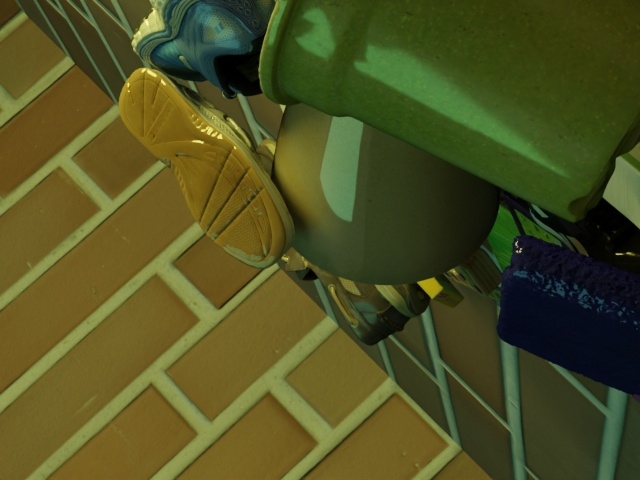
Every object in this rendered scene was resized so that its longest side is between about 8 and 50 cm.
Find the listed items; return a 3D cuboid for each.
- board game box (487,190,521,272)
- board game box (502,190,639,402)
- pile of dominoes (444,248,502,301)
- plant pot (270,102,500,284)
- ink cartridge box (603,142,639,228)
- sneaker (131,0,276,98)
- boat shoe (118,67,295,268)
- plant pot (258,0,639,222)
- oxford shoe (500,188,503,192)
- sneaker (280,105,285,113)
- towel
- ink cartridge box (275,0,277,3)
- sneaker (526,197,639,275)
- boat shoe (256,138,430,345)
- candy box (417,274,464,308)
[{"bbox_3d":[0.255,0.017,1.849,0.124,0.039,0.259,41,166,41],"label":"board game box"},{"bbox_3d":[0.336,0.081,1.713,0.208,0.056,0.347,45,171,41],"label":"board game box"},{"bbox_3d":[0.181,0.019,2.181,0.196,0.040,0.251,51,170,-21],"label":"pile of dominoes"},{"bbox_3d":[0.069,-0.137,1.532,0.256,0.256,0.274,43,154,28],"label":"plant pot"},{"bbox_3d":[0.235,-0.111,1.324,0.209,0.062,0.109,44,170,27],"label":"ink cartridge box"},{"bbox_3d":[-0.107,-0.204,1.557,0.147,0.129,0.330,51,172,-2],"label":"sneaker"},{"bbox_3d":[-0.104,-0.084,1.601,0.096,0.098,0.277,-2,-132,-55],"label":"boat shoe"},{"bbox_3d":[0.135,-0.153,1.106,0.254,0.276,0.276,35,168,11],"label":"plant pot"},{"bbox_3d":[0.152,-0.095,1.747,0.076,0.076,0.212,58,168,-27],"label":"oxford shoe"},{"bbox_3d":[-0.003,-0.248,1.766,0.150,0.135,0.366,-9,123,44],"label":"sneaker"},{"bbox_3d":[0.325,0.089,1.424,0.308,0.076,0.228,21,160,12],"label":"towel"},{"bbox_3d":[-0.066,-0.340,1.583,0.278,0.117,0.201,47,171,5],"label":"ink cartridge box"},{"bbox_3d":[0.257,-0.039,1.467,0.217,0.079,0.121,37,166,53],"label":"sneaker"},{"bbox_3d":[0.000,0.000,2.054,0.355,0.130,0.132,50,-166,30],"label":"boat shoe"},{"bbox_3d":[0.105,0.005,1.985,0.206,0.027,0.105,48,-173,22],"label":"candy box"}]
